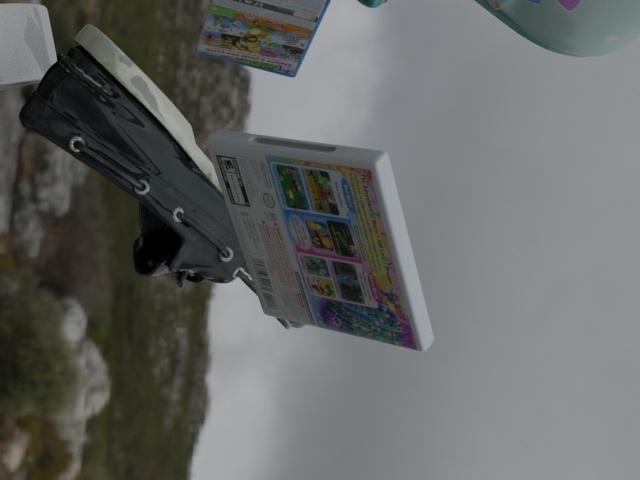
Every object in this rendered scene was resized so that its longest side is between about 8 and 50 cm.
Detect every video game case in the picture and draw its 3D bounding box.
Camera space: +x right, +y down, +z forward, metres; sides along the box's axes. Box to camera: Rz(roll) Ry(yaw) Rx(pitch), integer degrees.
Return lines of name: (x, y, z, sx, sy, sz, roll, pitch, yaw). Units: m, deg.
video game case: (-0.062, -0.244, 1.364, 0.166, 0.119, 0.015, 121, -22, -56)
video game case: (0.000, 0.000, 0.859, 0.019, 0.143, 0.157, -47, 133, -38)

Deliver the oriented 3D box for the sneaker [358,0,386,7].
sneaker: (0.042, -0.406, 1.812, 0.110, 0.107, 0.275, -56, 162, -6)

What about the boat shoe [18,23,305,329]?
boat shoe: (-0.125, -0.022, 1.067, 0.113, 0.340, 0.127, -43, -144, -7)

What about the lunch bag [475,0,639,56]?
lunch bag: (0.068, -0.228, 0.463, 0.224, 0.279, 0.108, -54, -174, -13)

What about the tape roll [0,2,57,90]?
tape roll: (-0.429, -0.149, 1.126, 0.392, 0.392, 0.072, -145, -136, -78)
